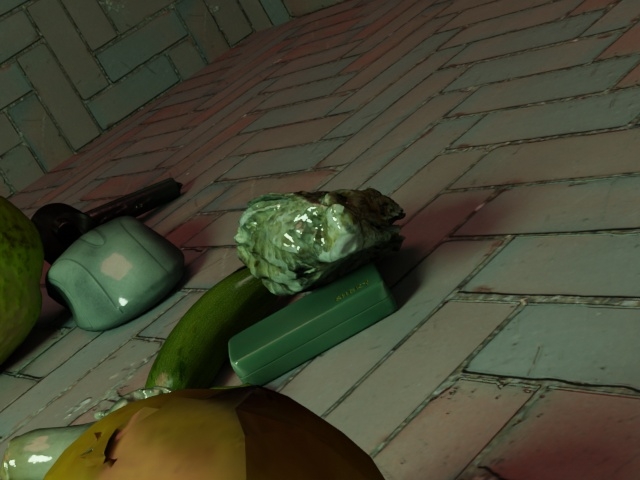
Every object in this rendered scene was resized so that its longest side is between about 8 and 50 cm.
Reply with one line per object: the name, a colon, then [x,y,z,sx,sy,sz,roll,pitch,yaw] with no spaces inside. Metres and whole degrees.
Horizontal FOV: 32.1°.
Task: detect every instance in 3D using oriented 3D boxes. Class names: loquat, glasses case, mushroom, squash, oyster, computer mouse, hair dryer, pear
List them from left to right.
pear: [-0.605,0.068,1.705,0.391,0.391,0.391,-27,18,9]
mushroom: [-0.219,0.210,1.117,0.278,0.099,0.096,-20,-7,40]
computer mouse: [-0.333,0.038,1.730,0.188,0.122,0.371,-35,15,-18]
hair dryer: [-0.379,-0.042,2.057,0.302,0.116,0.244,-28,19,-18]
squash: [-0.124,0.110,1.274,0.318,0.080,0.071,-48,-13,-47]
loquat: [-0.061,0.200,0.667,0.235,0.235,0.235,-27,18,9]
glasses case: [-0.010,0.090,1.192,0.184,0.039,0.078,-29,18,2]
oyster: [0.000,0.000,1.218,0.198,0.112,0.267,-9,-8,22]

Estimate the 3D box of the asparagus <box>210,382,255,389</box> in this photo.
asparagus: [-0.086,0.161,1.148,0.108,0.021,0.025,-12,24,45]
